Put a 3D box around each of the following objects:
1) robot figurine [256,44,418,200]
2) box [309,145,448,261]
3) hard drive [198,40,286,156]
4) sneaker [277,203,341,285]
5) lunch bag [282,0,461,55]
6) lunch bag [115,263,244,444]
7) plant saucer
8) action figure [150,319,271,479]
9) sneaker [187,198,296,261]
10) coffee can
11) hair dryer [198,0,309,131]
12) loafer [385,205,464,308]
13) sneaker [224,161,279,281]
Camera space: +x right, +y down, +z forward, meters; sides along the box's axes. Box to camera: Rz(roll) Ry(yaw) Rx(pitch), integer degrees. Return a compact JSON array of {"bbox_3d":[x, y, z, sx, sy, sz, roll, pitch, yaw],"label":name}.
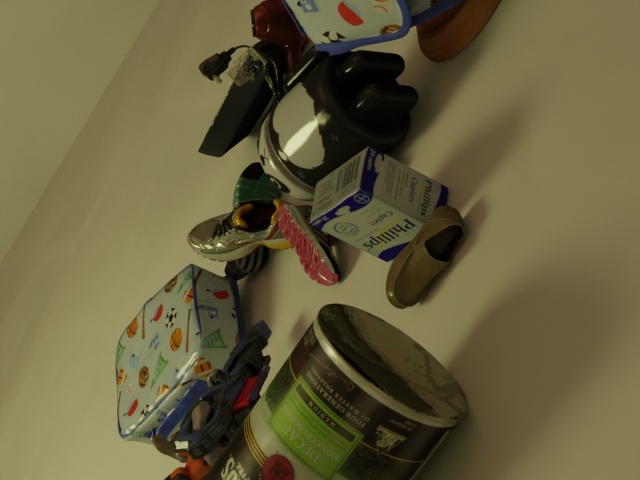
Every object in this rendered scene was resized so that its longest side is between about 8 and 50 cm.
[{"bbox_3d":[0.020,-0.175,1.812,0.278,0.173,0.209,-39,24,43],"label":"robot figurine"},{"bbox_3d":[0.077,-0.046,1.607,0.126,0.137,0.072,-33,39,50],"label":"box"},{"bbox_3d":[-0.136,-0.280,2.307,0.254,0.054,0.172,-58,-5,30],"label":"hard drive"},{"bbox_3d":[0.000,0.000,1.820,0.170,0.075,0.063,55,145,41],"label":"sneaker"},{"bbox_3d":[0.085,-0.467,1.639,0.385,0.328,0.239,-25,32,12],"label":"lunch bag"},{"bbox_3d":[-0.244,0.207,2.040,0.303,0.115,0.243,-49,38,32],"label":"lunch bag"},{"bbox_3d":[0.205,-0.364,1.798,0.200,0.037,0.200,-46,29,36],"label":"plant saucer"},{"bbox_3d":[-0.122,0.276,1.732,0.330,0.178,0.341,-36,11,32],"label":"action figure"},{"bbox_3d":[-0.128,-0.029,1.974,0.225,0.093,0.088,-14,58,29],"label":"sneaker"},{"bbox_3d":[0.008,0.240,1.377,0.275,0.201,0.201,-56,24,17],"label":"coffee can"},{"bbox_3d":[-0.051,-0.329,2.160,0.293,0.223,0.080,-45,7,0],"label":"hair dryer"},{"bbox_3d":[0.133,0.023,1.524,0.148,0.056,0.050,-61,17,6],"label":"loafer"},{"bbox_3d":[-0.134,-0.032,2.110,0.098,0.083,0.223,-42,32,50],"label":"sneaker"}]
